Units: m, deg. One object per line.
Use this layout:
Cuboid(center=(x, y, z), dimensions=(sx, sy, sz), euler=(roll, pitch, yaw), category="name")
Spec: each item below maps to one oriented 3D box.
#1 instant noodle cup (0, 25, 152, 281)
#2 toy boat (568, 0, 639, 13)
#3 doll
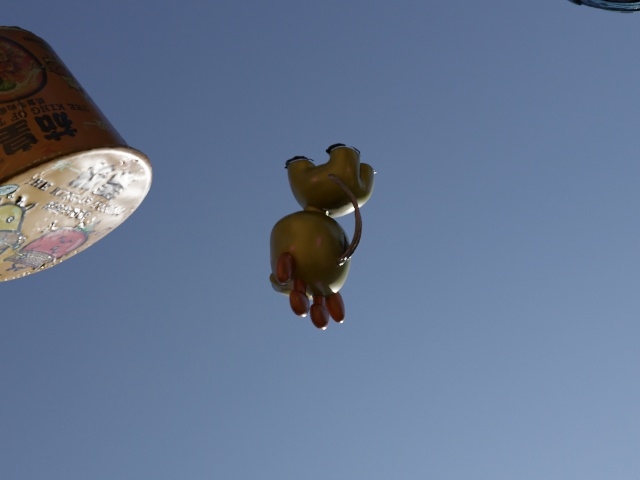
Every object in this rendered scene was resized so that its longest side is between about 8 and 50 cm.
Cuboid(center=(-0.294, -0.085, 0.750), dimensions=(0.216, 0.216, 0.172), euler=(-32, -104, -6), category="instant noodle cup")
Cuboid(center=(0.336, -0.291, 0.901), dimensions=(0.061, 0.137, 0.060), euler=(8, -80, -50), category="toy boat")
Cuboid(center=(0.000, 0.000, 0.975), dimensions=(0.135, 0.143, 0.220), euler=(-10, -123, 29), category="doll")
